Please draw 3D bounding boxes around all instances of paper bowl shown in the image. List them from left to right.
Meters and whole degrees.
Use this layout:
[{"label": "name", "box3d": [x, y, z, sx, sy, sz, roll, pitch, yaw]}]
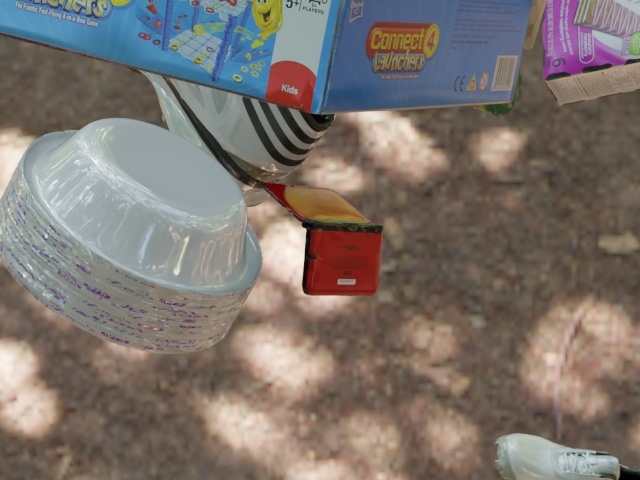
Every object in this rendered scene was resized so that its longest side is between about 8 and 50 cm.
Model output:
[{"label": "paper bowl", "box3d": [-0.192, -0.021, 1.796, 0.284, 0.148, 0.284, 26, 25, -13]}]

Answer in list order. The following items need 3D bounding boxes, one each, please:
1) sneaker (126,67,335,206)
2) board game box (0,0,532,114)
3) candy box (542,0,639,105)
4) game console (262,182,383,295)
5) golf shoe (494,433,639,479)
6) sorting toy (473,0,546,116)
[{"label": "sneaker", "box3d": [-0.129, -0.282, 1.970, 0.447, 0.257, 0.169, 54, 42, 3]}, {"label": "board game box", "box3d": [-0.050, -0.164, 1.171, 0.302, 0.086, 0.308, 16, 13, 25]}, {"label": "candy box", "box3d": [0.402, -0.275, 2.148, 0.233, 0.071, 0.159, -10, 60, 23]}, {"label": "game console", "box3d": [0.000, 0.000, 1.961, 0.085, 0.124, 0.144, 6, 2, 36]}, {"label": "golf shoe", "box3d": [0.248, 0.221, 1.657, 0.176, 0.086, 0.069, 23, 50, -36]}, {"label": "sorting toy", "box3d": [0.145, -0.243, 1.414, 0.046, 0.274, 0.132, 26, 17, 37]}]
